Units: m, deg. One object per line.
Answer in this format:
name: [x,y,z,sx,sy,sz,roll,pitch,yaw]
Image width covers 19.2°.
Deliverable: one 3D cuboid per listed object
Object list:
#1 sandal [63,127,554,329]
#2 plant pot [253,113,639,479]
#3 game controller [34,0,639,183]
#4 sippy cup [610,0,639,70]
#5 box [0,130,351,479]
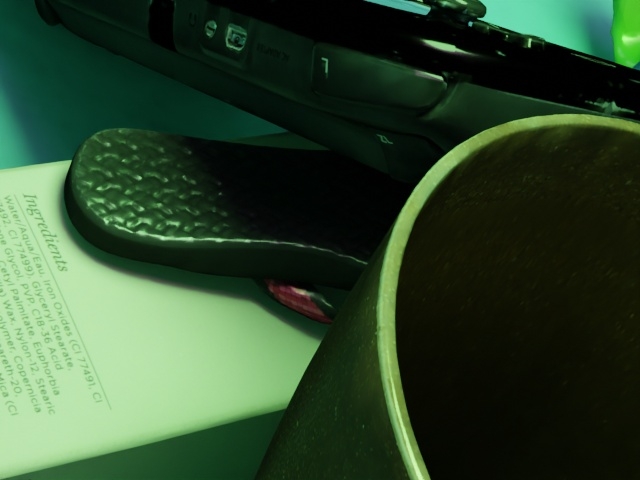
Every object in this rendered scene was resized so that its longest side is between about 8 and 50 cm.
sandal: [0.000,0.000,0.646,0.179,0.040,0.067,9,46,-11]
plant pot: [0.054,0.115,0.586,0.215,0.230,0.215,19,48,-22]
game controller: [-0.002,-0.084,0.705,0.166,0.067,0.319,-2,18,-35]
sippy cup: [0.242,-0.058,0.814,0.305,0.224,0.240,29,50,11]
box: [-0.058,0.034,0.671,0.275,0.094,0.113,-8,63,-39]
